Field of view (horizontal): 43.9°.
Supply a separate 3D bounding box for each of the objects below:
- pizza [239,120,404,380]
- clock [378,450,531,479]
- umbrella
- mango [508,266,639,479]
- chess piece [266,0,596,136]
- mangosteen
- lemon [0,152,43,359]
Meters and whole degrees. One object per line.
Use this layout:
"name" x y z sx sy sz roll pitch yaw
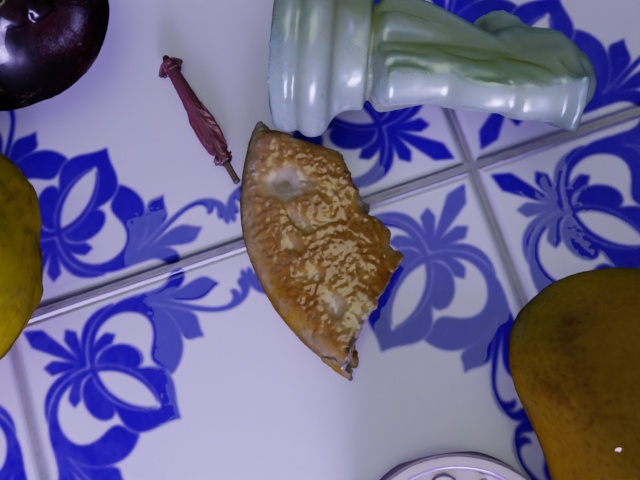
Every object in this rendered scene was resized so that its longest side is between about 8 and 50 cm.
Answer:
"pizza" -0.007 -0.001 0.773 0.134 0.056 0.271 -31 74 1
"clock" 0.122 0.286 0.697 0.197 0.068 0.196 -1 79 5
"umbrella" -0.124 -0.126 0.826 0.025 0.027 0.165 -16 70 -44
"mango" 0.307 0.181 0.626 0.264 0.221 0.378 -32 70 -8
"chess piece" 0.103 -0.173 0.747 0.298 0.176 0.175 6 79 3
"mangosteen" -0.336 -0.245 0.792 0.265 0.228 0.228 22 78 51
"lemon" -0.405 0.037 0.697 0.285 0.285 0.316 32 64 11
